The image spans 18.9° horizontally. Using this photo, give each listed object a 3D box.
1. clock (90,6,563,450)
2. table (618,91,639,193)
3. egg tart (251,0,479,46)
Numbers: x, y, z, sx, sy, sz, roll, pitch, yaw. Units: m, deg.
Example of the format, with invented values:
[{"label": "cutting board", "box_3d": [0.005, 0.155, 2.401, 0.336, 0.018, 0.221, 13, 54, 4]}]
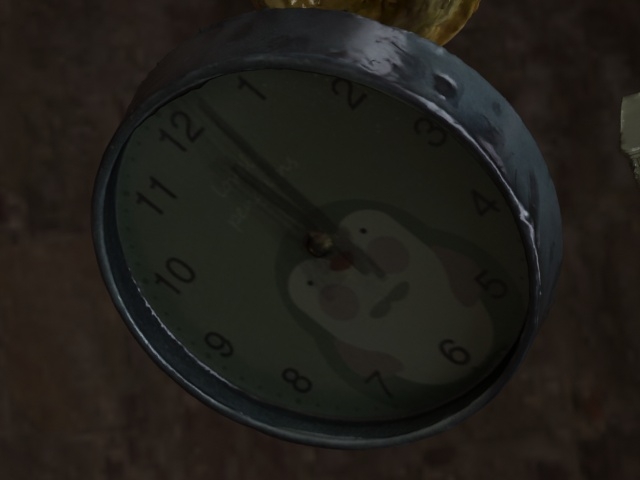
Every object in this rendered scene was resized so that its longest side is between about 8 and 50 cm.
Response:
[{"label": "clock", "box_3d": [0.000, 0.000, 1.281, 0.066, 0.319, 0.319, -61, 150, -54]}, {"label": "table", "box_3d": [0.216, -0.040, 1.076, 0.062, 0.079, 0.083, -77, 150, -54]}, {"label": "egg tart", "box_3d": [0.042, -0.294, 1.694, 0.118, 0.288, 0.288, -22, 110, -55]}]
